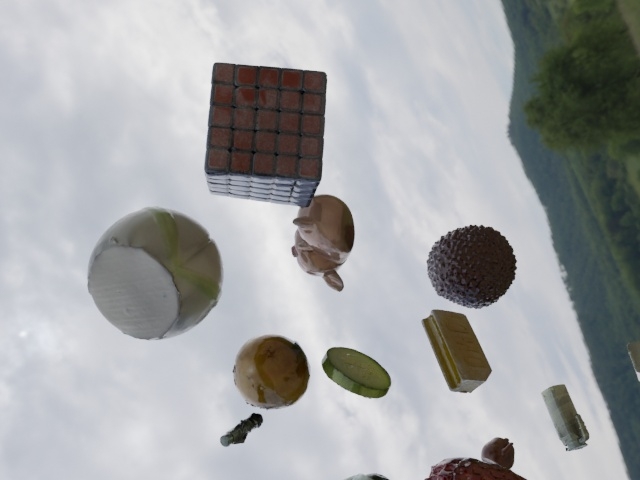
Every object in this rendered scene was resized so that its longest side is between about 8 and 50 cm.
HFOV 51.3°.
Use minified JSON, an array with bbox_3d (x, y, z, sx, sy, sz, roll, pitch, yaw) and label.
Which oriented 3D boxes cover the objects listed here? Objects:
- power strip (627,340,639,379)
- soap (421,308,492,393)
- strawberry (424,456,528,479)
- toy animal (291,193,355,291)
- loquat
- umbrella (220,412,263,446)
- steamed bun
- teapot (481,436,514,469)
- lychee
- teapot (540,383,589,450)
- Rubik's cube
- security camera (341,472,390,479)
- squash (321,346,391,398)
[{"bbox_3d":[0.652,0.251,1.360,0.252,0.027,0.060,30,-136,-59],"label":"power strip"},{"bbox_3d":[0.379,0.305,1.834,0.140,0.073,0.232,11,-138,-31],"label":"soap"},{"bbox_3d":[0.346,0.536,1.412,0.253,0.280,0.150,11,-103,-55],"label":"strawberry"},{"bbox_3d":[0.007,-0.008,1.622,0.250,0.154,0.166,94,-179,-55],"label":"toy animal"},{"bbox_3d":[-0.144,0.386,1.970,0.235,0.235,0.235,41,-144,-38],"label":"loquat"},{"bbox_3d":[-0.209,0.513,1.810,0.188,0.050,0.046,-6,-74,-68],"label":"umbrella"},{"bbox_3d":[-0.349,0.059,1.504,0.309,0.309,0.309,41,-144,-38],"label":"steamed bun"},{"bbox_3d":[0.599,0.708,2.231,0.173,0.116,0.116,107,153,-64],"label":"teapot"},{"bbox_3d":[0.482,0.085,2.144,0.275,0.304,0.276,26,-142,-23],"label":"lychee"},{"bbox_3d":[0.788,0.559,2.119,0.077,0.107,0.200,-2,-121,-24],"label":"teapot"},{"bbox_3d":[-0.114,-0.216,1.403,0.237,0.238,0.237,122,154,-81],"label":"Rubik's cube"},{"bbox_3d":[0.162,0.861,2.192,0.194,0.236,0.195,12,-119,-23],"label":"security camera"},{"bbox_3d":[0.109,0.390,1.973,0.219,0.041,0.219,24,-164,-7],"label":"squash"}]
